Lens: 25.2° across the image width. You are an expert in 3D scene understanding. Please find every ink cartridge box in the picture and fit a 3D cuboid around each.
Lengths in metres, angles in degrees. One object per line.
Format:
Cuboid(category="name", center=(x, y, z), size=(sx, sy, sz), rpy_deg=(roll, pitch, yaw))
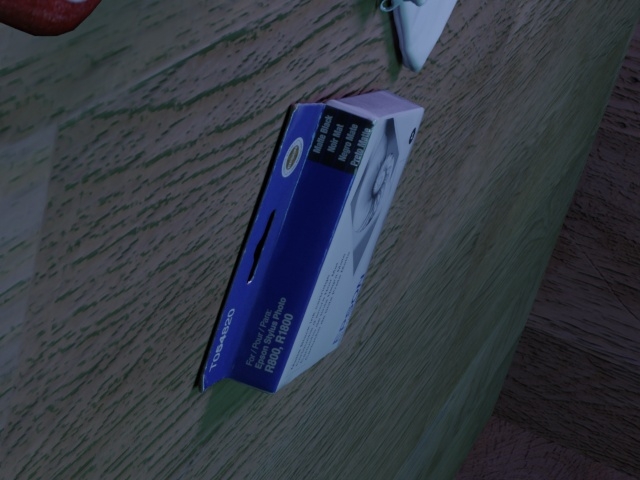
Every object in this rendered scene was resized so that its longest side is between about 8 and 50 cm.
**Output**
Cuboid(category="ink cartridge box", center=(0.000, 0.000, 1.069), size=(0.223, 0.045, 0.224), rpy_deg=(-70, 166, 15))

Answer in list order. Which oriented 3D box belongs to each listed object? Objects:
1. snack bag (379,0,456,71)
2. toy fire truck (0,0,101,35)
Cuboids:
Cuboid(category="snack bag", center=(0.124, -0.310, 1.062), size=(0.323, 0.037, 0.342), rpy_deg=(-64, 166, -14))
Cuboid(category="toy fire truck", center=(-0.056, -0.201, 0.239), size=(0.302, 0.169, 0.254), rpy_deg=(-69, 164, 2))
